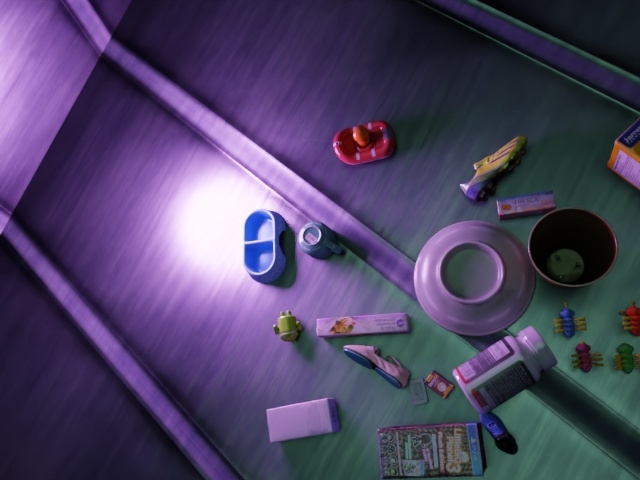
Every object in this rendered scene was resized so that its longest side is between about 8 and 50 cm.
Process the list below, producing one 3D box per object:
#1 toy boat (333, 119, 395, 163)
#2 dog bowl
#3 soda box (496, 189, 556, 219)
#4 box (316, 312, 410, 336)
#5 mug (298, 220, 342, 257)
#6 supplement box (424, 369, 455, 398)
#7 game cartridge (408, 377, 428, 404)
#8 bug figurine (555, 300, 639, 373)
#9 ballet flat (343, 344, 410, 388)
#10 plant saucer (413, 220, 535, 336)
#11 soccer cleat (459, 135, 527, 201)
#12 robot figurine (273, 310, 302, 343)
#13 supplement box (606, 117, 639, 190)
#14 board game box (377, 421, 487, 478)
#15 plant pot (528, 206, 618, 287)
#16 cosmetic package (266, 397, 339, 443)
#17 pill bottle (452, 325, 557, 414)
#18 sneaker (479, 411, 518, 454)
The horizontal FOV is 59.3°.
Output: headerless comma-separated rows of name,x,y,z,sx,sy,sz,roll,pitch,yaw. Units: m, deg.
toy boat,0.157,-0.380,2.109,0.231,0.151,0.151,-12,71,15
dog bowl,-0.223,0.013,2.168,0.166,0.074,0.297,-7,73,17
soda box,0.692,-0.118,1.900,0.183,0.058,0.063,-8,72,16
box,0.147,0.298,1.962,0.324,0.067,0.063,-6,73,16
mug,-0.005,-0.008,2.085,0.158,0.097,0.129,-9,72,17
supplement box,0.389,0.471,1.840,0.083,0.043,0.055,34,89,25
game cartridge,0.324,0.502,1.870,0.056,0.017,0.083,-13,71,11
bug figurine,0.862,0.295,1.714,0.279,0.072,0.216,-3,80,13
ballet flat,0.195,0.411,1.915,0.248,0.086,0.086,31,86,22
plant saucer,0.504,0.114,1.875,0.400,0.100,0.400,-5,73,18
soccer cleat,0.602,-0.265,1.957,0.289,0.093,0.121,-49,59,0
robot figurine,-0.119,0.315,2.047,0.101,0.067,0.115,-9,72,4
supplement box,1.099,-0.224,1.717,0.195,0.194,0.356,-44,66,3
board game box,0.343,0.633,1.706,0.291,0.232,0.141,-9,72,16
plant pot,0.760,0.048,1.721,0.237,0.254,0.237,-5,74,18
cosmetic package,-0.060,0.618,1.931,0.231,0.085,0.117,-14,70,17
pill bottle,0.569,0.397,1.736,0.283,0.161,0.161,-34,67,7
sneaker,0.547,0.589,1.729,0.058,0.084,0.152,-37,66,6
